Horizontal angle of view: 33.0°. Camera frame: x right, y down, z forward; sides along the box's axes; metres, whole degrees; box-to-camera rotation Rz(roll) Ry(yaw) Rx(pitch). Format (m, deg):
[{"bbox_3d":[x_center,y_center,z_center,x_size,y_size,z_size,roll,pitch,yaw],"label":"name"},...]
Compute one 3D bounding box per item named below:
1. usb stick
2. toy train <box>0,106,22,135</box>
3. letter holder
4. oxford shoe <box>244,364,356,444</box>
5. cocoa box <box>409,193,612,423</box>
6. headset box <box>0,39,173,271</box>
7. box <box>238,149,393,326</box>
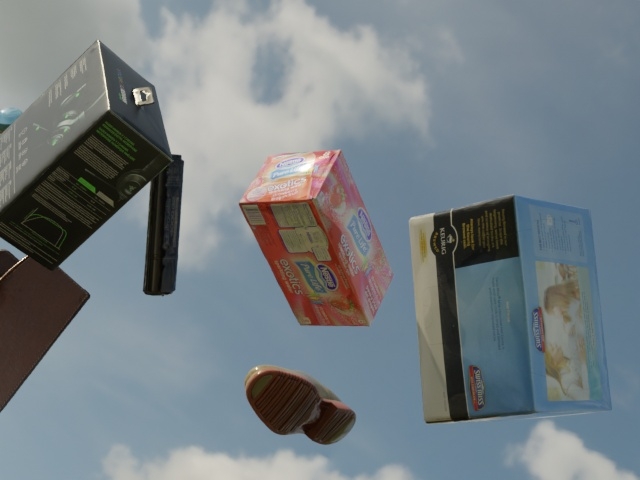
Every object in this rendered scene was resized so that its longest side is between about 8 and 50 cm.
[{"bbox_3d":[-0.303,-0.029,2.084,0.045,0.077,0.278,8,-84,37],"label":"usb stick"},{"bbox_3d":[-0.660,-0.192,2.049,0.248,0.105,0.143,10,-49,11],"label":"toy train"},{"bbox_3d":[-0.552,0.140,1.702,0.214,0.302,0.152,46,-43,-16],"label":"letter holder"},{"bbox_3d":[-0.064,0.315,2.176,0.130,0.123,0.348,44,1,39],"label":"oxford shoe"},{"bbox_3d":[0.312,0.121,1.784,0.231,0.347,0.228,7,-15,-44],"label":"cocoa box"},{"bbox_3d":[-0.368,-0.141,1.653,0.283,0.246,0.131,-41,-55,13],"label":"headset box"},{"bbox_3d":[0.000,0.000,1.899,0.154,0.142,0.300,-2,-49,31],"label":"box"}]
